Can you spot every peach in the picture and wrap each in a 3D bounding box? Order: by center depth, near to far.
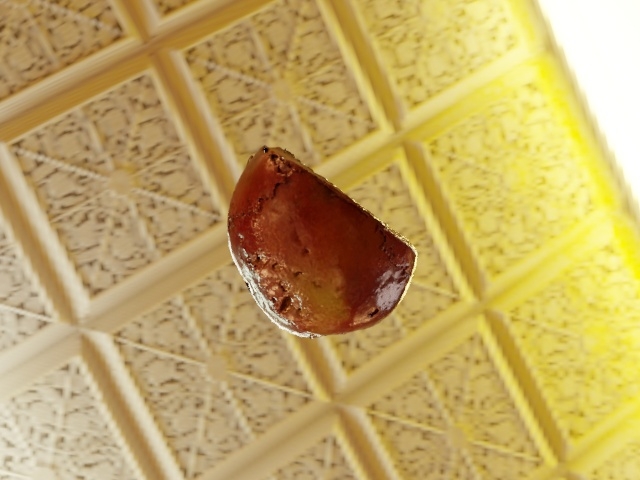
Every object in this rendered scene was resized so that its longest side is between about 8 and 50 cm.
[{"bbox_3d":[0.000,0.000,0.694,0.077,0.050,0.083,-9,-81,1],"label":"peach"}]
